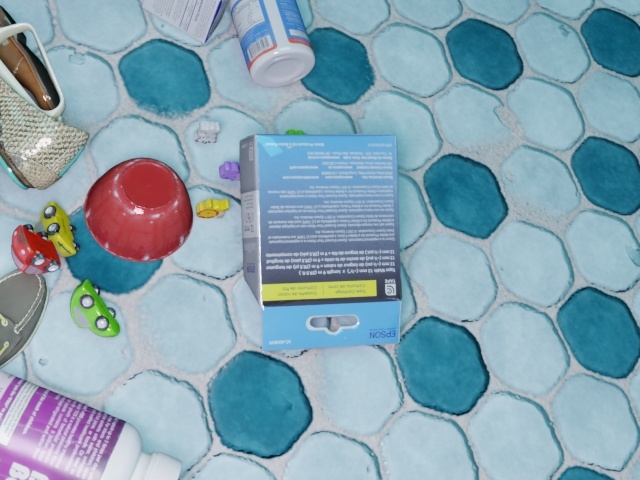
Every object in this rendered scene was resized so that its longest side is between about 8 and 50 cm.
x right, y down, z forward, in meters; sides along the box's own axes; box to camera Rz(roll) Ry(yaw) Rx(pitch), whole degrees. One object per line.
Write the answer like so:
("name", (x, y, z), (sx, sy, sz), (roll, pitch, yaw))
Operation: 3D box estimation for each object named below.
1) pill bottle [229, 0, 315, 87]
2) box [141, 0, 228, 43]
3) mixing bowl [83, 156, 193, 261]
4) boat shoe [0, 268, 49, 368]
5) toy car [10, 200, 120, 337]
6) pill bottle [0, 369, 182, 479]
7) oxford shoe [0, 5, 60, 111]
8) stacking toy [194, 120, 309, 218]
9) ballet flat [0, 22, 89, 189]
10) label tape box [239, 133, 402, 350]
("pill bottle", (-0.096, -0.402, 2.010), (0.124, 0.124, 0.221), (-7, 66, -22))
("box", (-0.238, -0.448, 1.984), (0.137, 0.126, 0.072), (31, 56, -3))
("mixing bowl", (-0.287, -0.067, 1.782), (0.182, 0.098, 0.181), (8, 60, -14))
("boat shoe", (-0.502, 0.145, 1.598), (0.109, 0.091, 0.305), (37, 58, 2))
("toy car", (-0.385, 0.061, 1.671), (0.053, 0.239, 0.225), (-30, 101, 6))
("pill bottle", (-0.353, 0.307, 1.519), (0.302, 0.169, 0.169), (23, 58, -6))
("oxford shoe", (-0.508, -0.289, 1.851), (0.076, 0.076, 0.212), (-35, 80, 0))
("stacking toy", (-0.111, -0.115, 1.900), (0.221, 0.052, 0.166), (3, 65, -21))
("ballet flat", (-0.544, -0.301, 1.763), (0.182, 0.164, 0.483), (-41, 85, 0))
("label tape box", (0.000, 0.000, 1.822), (0.249, 0.115, 0.347), (-2, 91, -20))
